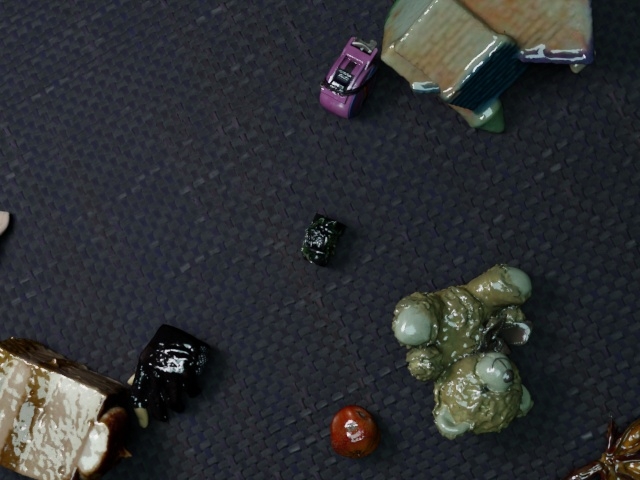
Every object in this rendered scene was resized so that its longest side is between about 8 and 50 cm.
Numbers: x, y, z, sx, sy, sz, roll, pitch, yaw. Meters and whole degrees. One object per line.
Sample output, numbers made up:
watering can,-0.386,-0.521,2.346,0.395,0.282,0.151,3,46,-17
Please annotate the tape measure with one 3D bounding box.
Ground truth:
tape measure,0.051,-0.274,1.551,0.074,0.118,0.125,31,74,11

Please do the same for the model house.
model house,0.295,-0.352,1.483,0.280,0.245,0.312,34,120,-17

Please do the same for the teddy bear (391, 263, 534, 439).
teddy bear,0.241,0.192,1.472,0.267,0.156,0.256,-15,78,-23

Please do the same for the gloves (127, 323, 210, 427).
gloves,-0.275,0.243,1.567,0.129,0.106,0.181,24,86,7

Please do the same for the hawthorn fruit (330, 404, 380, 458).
hawthorn fruit,0.057,0.321,1.531,0.093,0.093,0.093,-1,86,8

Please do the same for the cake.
cake,-0.444,0.302,1.549,0.293,0.199,0.196,21,84,5

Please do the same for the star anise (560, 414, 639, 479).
star anise,0.497,0.378,1.471,0.157,0.053,0.212,39,91,9

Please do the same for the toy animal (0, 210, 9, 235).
toy animal,-0.712,-0.028,1.635,0.248,0.149,0.165,33,104,2

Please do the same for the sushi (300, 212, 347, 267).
sushi,0.000,0.000,1.555,0.056,0.084,0.083,23,91,10
